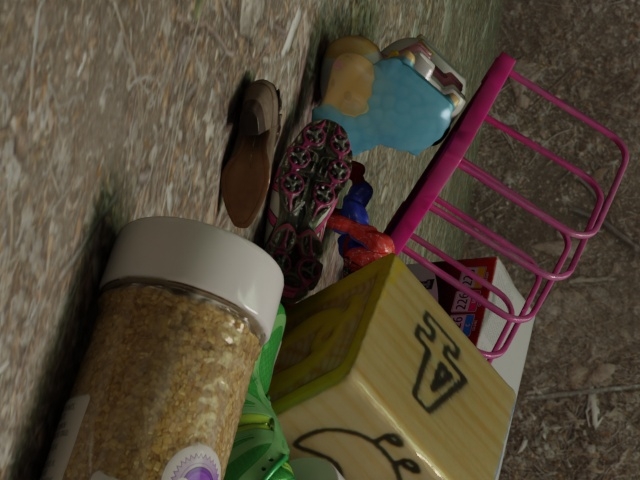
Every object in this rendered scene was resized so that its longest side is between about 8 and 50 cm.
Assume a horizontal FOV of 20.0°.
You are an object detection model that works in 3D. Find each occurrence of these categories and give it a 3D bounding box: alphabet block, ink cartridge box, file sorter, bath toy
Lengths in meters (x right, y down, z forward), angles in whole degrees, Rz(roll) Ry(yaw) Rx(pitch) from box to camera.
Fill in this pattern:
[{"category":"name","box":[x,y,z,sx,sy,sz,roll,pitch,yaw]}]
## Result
[{"category":"alphabet block","box":[0.040,0.166,1.682,0.197,0.192,0.193,48,32,-18]},{"category":"ink cartridge box","box":[0.084,0.187,2.157,0.130,0.272,0.309,53,42,-41]},{"category":"file sorter","box":[0.176,-0.006,1.948,0.291,0.182,0.202,-58,180,42]},{"category":"bath toy","box":[0.070,-0.155,1.929,0.129,0.151,0.348,-46,180,11]}]

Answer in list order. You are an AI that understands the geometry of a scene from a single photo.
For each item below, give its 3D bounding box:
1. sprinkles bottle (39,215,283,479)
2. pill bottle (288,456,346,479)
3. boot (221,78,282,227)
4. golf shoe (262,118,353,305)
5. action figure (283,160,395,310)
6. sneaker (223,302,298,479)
[{"category":"sprinkles bottle","box":[-0.124,0.164,1.175,0.121,0.121,0.355,79,24,-64]},{"category":"pill bottle","box":[0.050,0.337,1.566,0.323,0.181,0.181,53,37,-27]},{"category":"boot","box":[-0.053,-0.078,1.548,0.087,0.042,0.118,-58,157,-70]},{"category":"golf shoe","box":[-0.023,-0.028,1.740,0.086,0.067,0.186,144,-35,-70]},{"category":"action figure","box":[0.000,0.000,1.845,0.280,0.139,0.091,-113,-156,-66]},{"category":"sneaker","box":[-0.070,0.177,1.486,0.109,0.123,0.295,84,19,-58]}]
